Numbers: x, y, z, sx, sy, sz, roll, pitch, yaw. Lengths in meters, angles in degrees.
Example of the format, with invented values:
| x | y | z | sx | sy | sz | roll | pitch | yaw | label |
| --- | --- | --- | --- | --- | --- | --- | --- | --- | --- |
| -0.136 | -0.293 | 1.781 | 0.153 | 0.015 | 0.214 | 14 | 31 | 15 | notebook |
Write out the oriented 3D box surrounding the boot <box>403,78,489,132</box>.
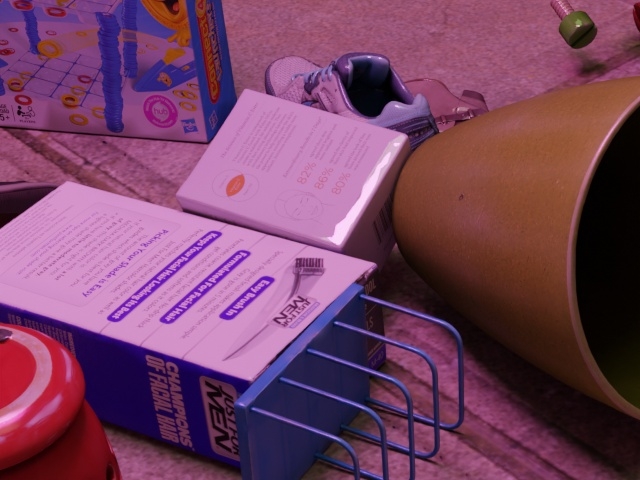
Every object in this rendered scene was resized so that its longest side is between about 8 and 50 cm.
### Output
| x | y | z | sx | sy | sz | roll | pitch | yaw | label |
| --- | --- | --- | --- | --- | --- | --- | --- | --- | --- |
| 0.115 | -0.123 | 1.904 | 0.118 | 0.042 | 0.087 | 1 | 36 | 14 | boot |

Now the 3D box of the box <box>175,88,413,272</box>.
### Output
| x | y | z | sx | sy | sz | roll | pitch | yaw | label |
| --- | --- | --- | --- | --- | --- | --- | --- | --- | --- |
| -0.016 | -0.041 | 1.669 | 0.170 | 0.091 | 0.130 | 18 | 62 | 26 | box |

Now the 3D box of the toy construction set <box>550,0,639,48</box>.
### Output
| x | y | z | sx | sy | sz | roll | pitch | yaw | label |
| --- | --- | --- | --- | --- | --- | --- | --- | --- | --- |
| 0.451 | -0.247 | 1.922 | 0.309 | 0.257 | 0.237 | 0 | 45 | -32 | toy construction set |

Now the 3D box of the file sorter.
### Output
| x | y | z | sx | sy | sz | roll | pitch | yaw | label |
| --- | --- | --- | --- | --- | --- | --- | --- | --- | --- |
| 0.026 | 0.137 | 1.452 | 0.104 | 0.118 | 0.170 | 17 | 40 | 28 | file sorter |

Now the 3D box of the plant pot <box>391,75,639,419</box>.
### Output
| x | y | z | sx | sy | sz | roll | pitch | yaw | label |
| --- | --- | --- | --- | --- | --- | --- | --- | --- | --- |
| 0.200 | -0.009 | 1.549 | 0.275 | 0.275 | 0.293 | -30 | 23 | -31 | plant pot |

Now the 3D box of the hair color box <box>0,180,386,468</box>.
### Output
| x | y | z | sx | sy | sz | roll | pitch | yaw | label |
| --- | --- | --- | --- | --- | --- | --- | --- | --- | --- |
| -0.136 | 0.066 | 1.602 | 0.339 | 0.110 | 0.185 | 14 | 37 | 32 | hair color box |

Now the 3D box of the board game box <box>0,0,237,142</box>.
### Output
| x | y | z | sx | sy | sz | roll | pitch | yaw | label |
| --- | --- | --- | --- | --- | --- | --- | --- | --- | --- |
| -0.259 | -0.261 | 1.948 | 0.308 | 0.302 | 0.086 | 5 | 35 | 19 | board game box |

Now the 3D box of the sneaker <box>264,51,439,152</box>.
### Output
| x | y | z | sx | sy | sz | roll | pitch | yaw | label |
| --- | --- | --- | --- | --- | --- | --- | --- | --- | --- |
| 0.036 | -0.142 | 1.872 | 0.110 | 0.122 | 0.283 | -24 | 36 | -25 | sneaker |

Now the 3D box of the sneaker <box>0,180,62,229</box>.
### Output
| x | y | z | sx | sy | sz | roll | pitch | yaw | label |
| --- | --- | --- | --- | --- | --- | --- | --- | --- | --- |
| -0.311 | -0.030 | 1.751 | 0.222 | 0.083 | 0.118 | 6 | 12 | -43 | sneaker |

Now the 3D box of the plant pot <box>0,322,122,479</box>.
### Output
| x | y | z | sx | sy | sz | roll | pitch | yaw | label |
| --- | --- | --- | --- | --- | --- | --- | --- | --- | --- |
| -0.244 | 0.169 | 1.407 | 0.191 | 0.174 | 0.191 | -3 | 33 | 2 | plant pot |
